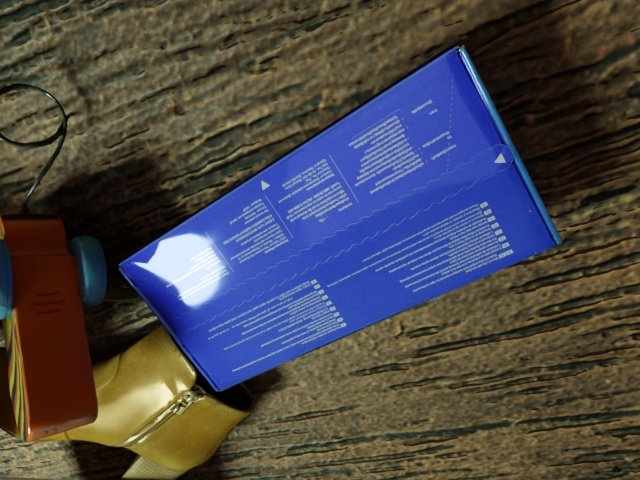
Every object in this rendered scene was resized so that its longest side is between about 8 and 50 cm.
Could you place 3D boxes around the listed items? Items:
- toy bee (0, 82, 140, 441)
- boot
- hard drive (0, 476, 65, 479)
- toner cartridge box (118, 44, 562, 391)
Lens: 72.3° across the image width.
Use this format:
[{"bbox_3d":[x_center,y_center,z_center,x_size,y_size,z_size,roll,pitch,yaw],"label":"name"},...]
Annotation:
[{"bbox_3d":[-0.276,0.034,0.442,0.195,0.299,0.162,22,153,-35],"label":"toy bee"},{"bbox_3d":[-0.237,0.158,0.508,0.295,0.104,0.211,37,109,-9],"label":"boot"},{"bbox_3d":[-0.288,0.452,0.621,0.232,0.047,0.353,-5,124,14],"label":"hard drive"},{"bbox_3d":[0.000,0.000,0.395,0.347,0.075,0.165,-28,105,21],"label":"toner cartridge box"}]
